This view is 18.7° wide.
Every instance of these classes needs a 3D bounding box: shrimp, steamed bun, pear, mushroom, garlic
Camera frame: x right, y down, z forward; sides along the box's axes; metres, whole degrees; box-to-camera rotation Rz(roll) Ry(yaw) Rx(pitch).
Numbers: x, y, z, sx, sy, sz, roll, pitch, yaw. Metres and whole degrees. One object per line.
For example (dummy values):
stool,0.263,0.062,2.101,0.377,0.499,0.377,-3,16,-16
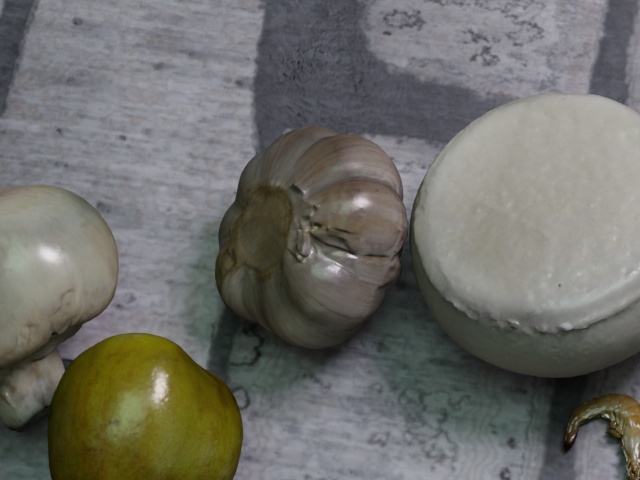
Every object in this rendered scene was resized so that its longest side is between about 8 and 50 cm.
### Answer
shrimp,0.274,0.198,1.844,0.083,0.023,0.114,-10,57,5
steamed bun,0.230,0.006,1.859,0.283,0.177,0.283,-7,60,13
pear,-0.167,0.187,1.812,0.200,0.200,0.200,-3,62,5
mushroom,-0.308,0.071,1.895,0.260,0.234,0.254,-5,19,46
garlic,-0.001,-0.003,1.894,0.228,0.152,0.228,-26,55,43
